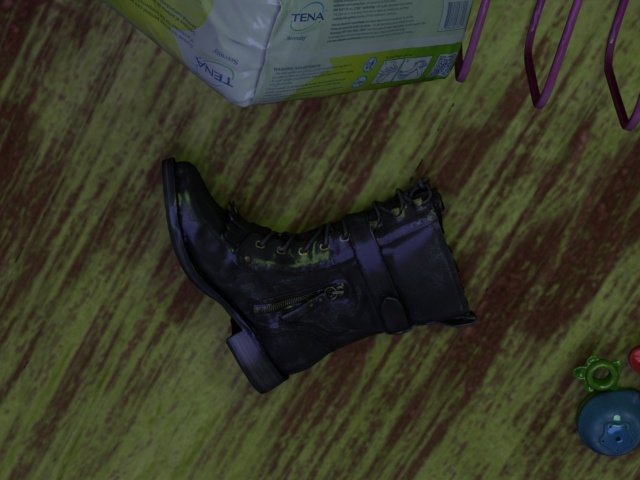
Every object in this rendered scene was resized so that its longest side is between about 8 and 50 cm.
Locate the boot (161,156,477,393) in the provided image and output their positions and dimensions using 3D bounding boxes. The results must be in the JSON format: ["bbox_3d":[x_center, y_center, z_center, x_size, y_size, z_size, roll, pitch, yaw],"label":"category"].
[{"bbox_3d":[0.000,0.000,1.403,0.229,0.091,0.263,-25,113,7],"label":"boot"}]

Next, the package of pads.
[{"bbox_3d":[-0.062,-0.216,1.157,0.296,0.229,0.101,39,125,30],"label":"package of pads"}]

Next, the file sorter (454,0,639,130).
[{"bbox_3d":[0.260,-0.191,1.236,0.290,0.202,0.182,14,114,-2],"label":"file sorter"}]

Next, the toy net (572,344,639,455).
[{"bbox_3d":[0.352,0.139,1.452,0.232,0.045,0.122,-8,110,5],"label":"toy net"}]
